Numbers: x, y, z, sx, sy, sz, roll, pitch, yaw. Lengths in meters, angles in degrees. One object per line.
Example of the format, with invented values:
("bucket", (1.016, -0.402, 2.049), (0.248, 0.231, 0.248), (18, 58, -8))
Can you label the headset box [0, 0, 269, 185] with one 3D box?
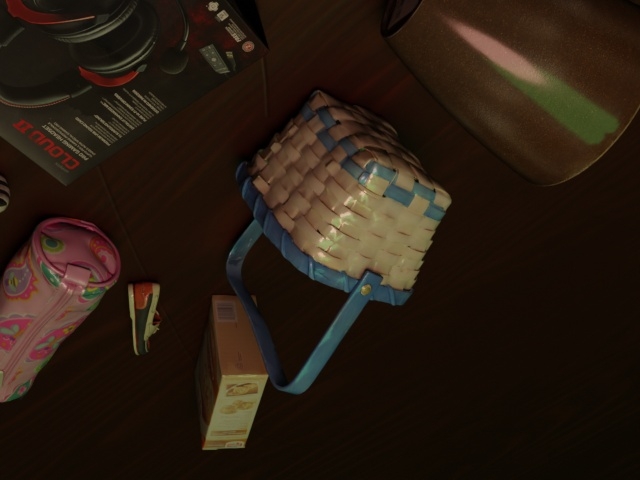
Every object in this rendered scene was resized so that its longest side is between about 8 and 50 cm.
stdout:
("headset box", (-0.232, -0.199, 0.812), (0.293, 0.110, 0.218), (-29, 137, 15))

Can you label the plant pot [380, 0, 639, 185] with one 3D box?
("plant pot", (0.185, -0.201, 0.886), (0.230, 0.215, 0.215), (25, 126, -19))

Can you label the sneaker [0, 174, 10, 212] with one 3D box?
("sneaker", (-0.473, -0.035, 0.939), (0.228, 0.086, 0.132), (15, 133, -30))

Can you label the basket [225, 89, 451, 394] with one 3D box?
("basket", (0.000, 0.000, 0.990), (0.201, 0.255, 0.289), (25, 113, -39))

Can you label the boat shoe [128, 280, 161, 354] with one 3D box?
("boat shoe", (-0.243, 0.110, 1.190), (0.043, 0.049, 0.137), (-6, 133, -14))

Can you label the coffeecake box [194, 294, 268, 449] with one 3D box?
("coffeecake box", (-0.133, 0.192, 1.238), (0.068, 0.142, 0.186), (2, 135, -17))

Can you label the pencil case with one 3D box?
("pencil case", (-0.366, 0.096, 1.084), (0.124, 0.124, 0.284), (22, 125, -34))
